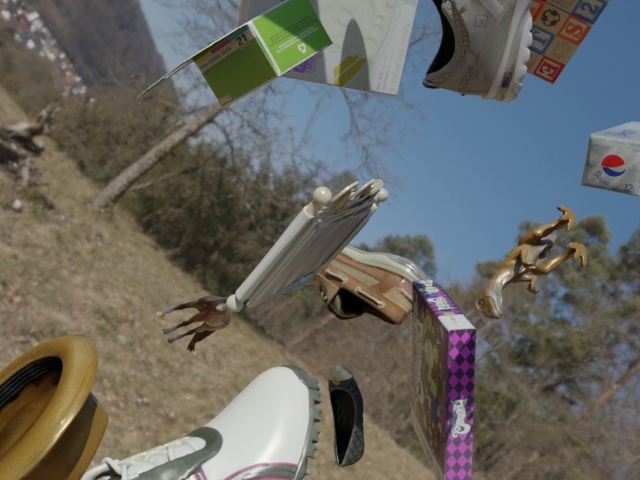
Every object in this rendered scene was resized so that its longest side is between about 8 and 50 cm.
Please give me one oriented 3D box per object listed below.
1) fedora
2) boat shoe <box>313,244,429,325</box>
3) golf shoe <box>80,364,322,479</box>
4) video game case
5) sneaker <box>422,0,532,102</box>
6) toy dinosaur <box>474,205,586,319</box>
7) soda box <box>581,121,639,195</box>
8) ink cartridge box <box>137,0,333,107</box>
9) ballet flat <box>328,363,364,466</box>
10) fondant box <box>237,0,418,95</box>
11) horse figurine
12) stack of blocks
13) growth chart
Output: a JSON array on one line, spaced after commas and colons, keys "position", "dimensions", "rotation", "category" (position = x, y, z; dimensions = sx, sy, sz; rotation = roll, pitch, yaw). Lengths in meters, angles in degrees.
[{"position": [-0.252, 0.174, 0.628], "dimensions": [0.079, 0.194, 0.194], "rotation": [50, -3, -32], "category": "fedora"}, {"position": [0.045, 0.078, 1.303], "dimensions": [0.324, 0.116, 0.123], "rotation": [8, -28, 50], "category": "boat shoe"}, {"position": [-0.102, 0.188, 0.528], "dimensions": [0.120, 0.273, 0.105], "rotation": [49, -28, -22], "category": "golf shoe"}, {"position": [0.164, 0.193, 0.993], "dimensions": [0.210, 0.042, 0.232], "rotation": [-111, -161, -75], "category": "video game case"}, {"position": [0.163, -0.279, 0.741], "dimensions": [0.105, 0.115, 0.281], "rotation": [-99, -172, -66], "category": "sneaker"}, {"position": [0.228, 0.009, 0.764], "dimensions": [0.112, 0.211, 0.064], "rotation": [-34, -93, 47], "category": "toy dinosaur"}, {"position": [0.555, -0.150, 1.269], "dimensions": [0.098, 0.286, 0.091], "rotation": [16, -69, 33], "category": "soda box"}, {"position": [-0.136, -0.270, 1.135], "dimensions": [0.189, 0.255, 0.097], "rotation": [-11, -64, 54], "category": "ink cartridge box"}, {"position": [0.041, 0.291, 1.198], "dimensions": [0.057, 0.049, 0.173], "rotation": [-6, -84, 37], "category": "ballet flat"}, {"position": [0.011, -0.428, 1.405], "dimensions": [0.096, 0.330, 0.238], "rotation": [-124, -137, -66], "category": "fondant box"}, {"position": [-0.250, 0.167, 1.538], "dimensions": [0.263, 0.175, 0.066], "rotation": [106, -37, -68], "category": "horse figurine"}, {"position": [0.380, -0.421, 1.166], "dimensions": [0.171, 0.087, 0.297], "rotation": [25, -41, 2], "category": "stack of blocks"}, {"position": [0.000, 0.000, 0.710], "dimensions": [0.021, 0.172, 0.237], "rotation": [45, 17, 11], "category": "growth chart"}]
